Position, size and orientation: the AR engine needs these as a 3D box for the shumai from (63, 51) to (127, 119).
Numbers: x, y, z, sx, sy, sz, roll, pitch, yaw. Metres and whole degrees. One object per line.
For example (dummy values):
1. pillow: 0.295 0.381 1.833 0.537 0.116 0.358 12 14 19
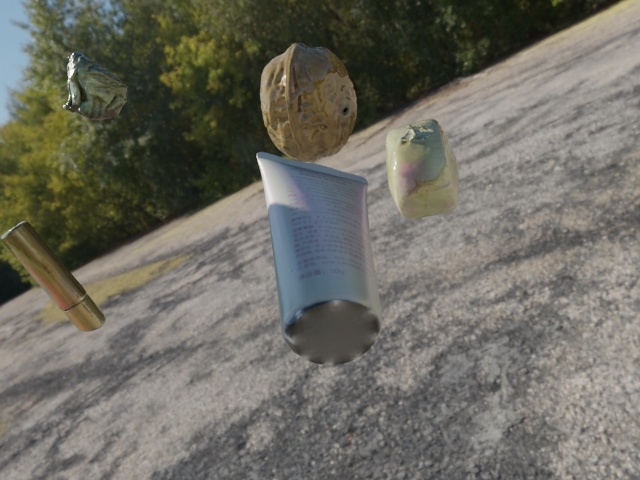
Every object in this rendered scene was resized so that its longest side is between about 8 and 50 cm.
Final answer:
1. shumai: -0.586 -0.378 1.544 0.142 0.184 0.184 -56 12 1

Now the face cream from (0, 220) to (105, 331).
1. face cream: -0.602 0.087 1.378 0.067 0.285 0.139 -43 17 -28

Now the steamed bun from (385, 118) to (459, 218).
1. steamed bun: 0.237 -0.179 1.434 0.170 0.239 0.152 -11 -29 11

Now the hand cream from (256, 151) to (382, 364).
1. hand cream: 0.000 0.000 0.834 0.359 0.185 0.118 -96 22 -49

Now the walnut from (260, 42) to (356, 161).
1. walnut: -0.023 -0.275 1.227 0.198 0.245 0.198 -10 28 6
